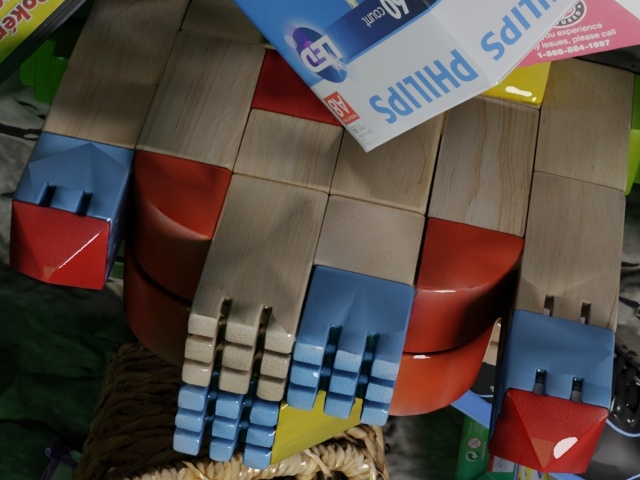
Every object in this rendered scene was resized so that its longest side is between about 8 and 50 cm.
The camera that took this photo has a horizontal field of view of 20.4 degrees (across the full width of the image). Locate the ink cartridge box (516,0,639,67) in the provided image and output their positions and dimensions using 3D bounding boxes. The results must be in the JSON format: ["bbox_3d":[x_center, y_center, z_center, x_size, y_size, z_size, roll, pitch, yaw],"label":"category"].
[{"bbox_3d":[0.130,-0.197,0.789,0.159,0.092,0.218,-9,129,22],"label":"ink cartridge box"}]

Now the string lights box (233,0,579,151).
[{"bbox_3d":[-0.015,-0.171,0.777,0.259,0.077,0.133,48,156,-8],"label":"string lights box"}]

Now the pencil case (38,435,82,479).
[{"bbox_3d":[-0.112,0.208,1.262,0.206,0.086,0.088,20,102,-8],"label":"pencil case"}]

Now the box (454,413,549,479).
[{"bbox_3d":[0.123,0.182,1.158,0.043,0.105,0.179,0,135,14],"label":"box"}]

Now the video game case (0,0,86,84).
[{"bbox_3d":[-0.235,-0.170,0.870,0.275,0.035,0.248,-41,123,20],"label":"video game case"}]

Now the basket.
[{"bbox_3d":[-0.056,0.243,1.109,0.213,0.223,0.299,8,110,-3],"label":"basket"}]

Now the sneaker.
[{"bbox_3d":[0.146,0.080,1.068,0.232,0.081,0.090,27,141,-12],"label":"sneaker"}]

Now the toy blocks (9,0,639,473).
[{"bbox_3d":[0.000,0.000,0.895,0.381,0.261,0.190,13,136,1],"label":"toy blocks"}]
